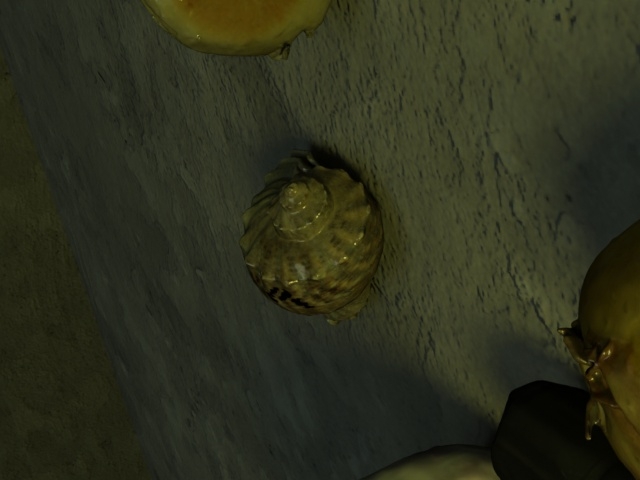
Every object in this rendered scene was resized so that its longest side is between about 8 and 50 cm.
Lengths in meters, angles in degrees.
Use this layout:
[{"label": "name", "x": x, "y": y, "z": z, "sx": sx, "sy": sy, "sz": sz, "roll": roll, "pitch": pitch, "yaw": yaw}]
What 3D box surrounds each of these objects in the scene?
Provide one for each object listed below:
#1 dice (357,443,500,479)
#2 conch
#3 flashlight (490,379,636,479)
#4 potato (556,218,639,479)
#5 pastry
[{"label": "dice", "x": 0.089, "y": 0.339, "z": 0.722, "sx": 0.271, "sy": 0.270, "sz": 0.270, "roll": 51, "pitch": 153, "yaw": 30}, {"label": "conch", "x": 0.000, "y": 0.000, "z": 0.838, "sx": 0.207, "sy": 0.130, "sz": 0.155, "roll": 60, "pitch": -154, "yaw": -57}, {"label": "flashlight", "x": 0.244, "y": 0.196, "z": 0.475, "sx": 0.424, "sy": 0.103, "sz": 0.103, "roll": 37, "pitch": 145, "yaw": 52}, {"label": "potato", "x": 0.209, "y": 0.048, "z": 0.333, "sx": 0.300, "sy": 0.140, "sz": 0.173, "roll": -18, "pitch": 83, "yaw": 61}, {"label": "pastry", "x": -0.060, "y": -0.202, "z": 0.662, "sx": 0.088, "sy": 0.165, "sz": 0.166, "roll": -123, "pitch": 20, "yaw": -55}]
